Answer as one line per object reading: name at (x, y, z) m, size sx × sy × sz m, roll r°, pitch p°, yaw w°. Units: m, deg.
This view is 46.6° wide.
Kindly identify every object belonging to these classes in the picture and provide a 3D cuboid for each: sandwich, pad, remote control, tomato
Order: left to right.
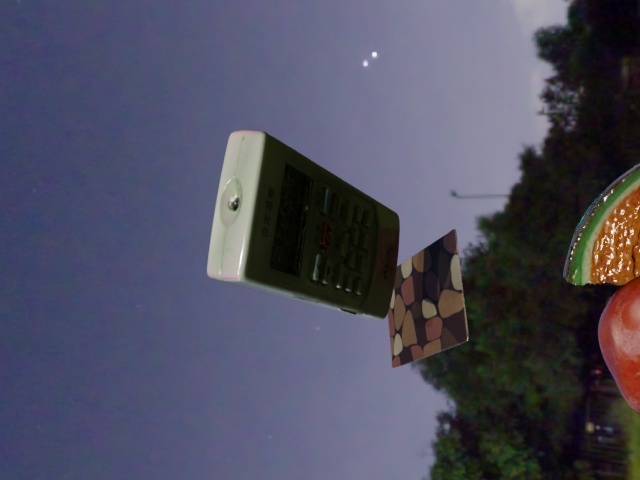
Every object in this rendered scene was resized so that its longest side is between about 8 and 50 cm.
remote control at (0.001, 0.000, 0.808) m, size 0.344 × 0.050 × 0.145 m, roll 22°, pitch -106°, yaw -60°
pad at (0.149, 0.093, 1.098) m, size 0.235 × 0.003 × 0.158 m, roll 138°, pitch 133°, yaw -63°
sandwich at (0.451, -0.025, 1.040) m, size 0.235 × 0.159 × 0.079 m, roll -67°, pitch -11°, yaw 7°
tomato at (0.430, 0.135, 0.934) m, size 0.151 × 0.187 × 0.187 m, roll -30°, pitch -59°, yaw -37°
